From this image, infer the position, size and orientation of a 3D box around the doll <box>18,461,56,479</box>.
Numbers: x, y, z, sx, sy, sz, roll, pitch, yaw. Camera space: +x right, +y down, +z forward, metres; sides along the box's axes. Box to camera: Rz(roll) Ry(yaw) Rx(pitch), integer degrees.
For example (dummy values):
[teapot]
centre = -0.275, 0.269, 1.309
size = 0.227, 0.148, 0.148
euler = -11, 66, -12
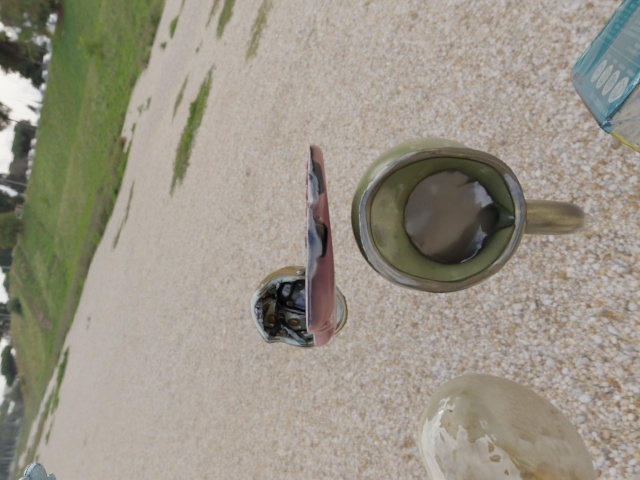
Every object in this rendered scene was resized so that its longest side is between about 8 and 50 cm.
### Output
[doll]
centre = -0.517, 0.482, 0.824
size = 0.120, 0.075, 0.180
euler = -64, -31, -62

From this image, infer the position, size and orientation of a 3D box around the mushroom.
[mushroom]
centre = 0.298, 0.403, 0.805
size = 0.293, 0.292, 0.290
euler = -108, 23, -45

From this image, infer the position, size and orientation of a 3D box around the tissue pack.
[tissue pack]
centre = 0.264, -0.137, 0.340
size = 0.120, 0.082, 0.169
euler = -63, -2, 36

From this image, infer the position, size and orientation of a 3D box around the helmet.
[helmet]
centre = -0.051, 0.141, 1.078
size = 0.130, 0.224, 0.199
euler = -94, -1, -64

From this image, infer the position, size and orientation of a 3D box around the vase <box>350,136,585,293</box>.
[vase]
centre = 0.211, -0.036, 0.669
size = 0.302, 0.328, 0.241
euler = -83, -7, -86

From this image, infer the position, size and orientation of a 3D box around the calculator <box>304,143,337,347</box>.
[calculator]
centre = 0.000, 0.000, 0.765
size = 0.220, 0.048, 0.330
euler = 78, -171, -69
